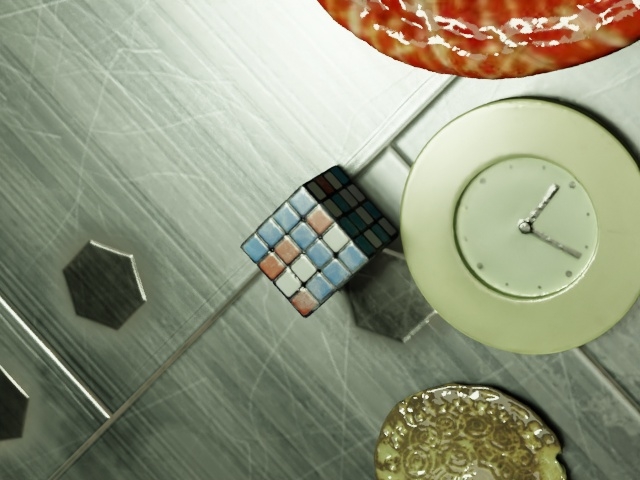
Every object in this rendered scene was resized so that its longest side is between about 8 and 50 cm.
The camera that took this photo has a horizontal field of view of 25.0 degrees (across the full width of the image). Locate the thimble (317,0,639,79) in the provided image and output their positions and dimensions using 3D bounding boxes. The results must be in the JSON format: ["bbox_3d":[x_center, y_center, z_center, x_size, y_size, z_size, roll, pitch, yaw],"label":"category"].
[{"bbox_3d":[0.157,-0.301,1.120,0.350,0.230,0.350,6,108,19],"label":"thimble"}]

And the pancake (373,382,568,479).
[{"bbox_3d":[0.145,0.225,1.380,0.199,0.021,0.199,5,106,19],"label":"pancake"}]

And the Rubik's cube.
[{"bbox_3d":[0.000,0.000,1.332,0.092,0.092,0.092,-43,87,25],"label":"Rubik's cube"}]

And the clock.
[{"bbox_3d":[0.186,-0.013,1.298,0.235,0.029,0.235,5,104,19],"label":"clock"}]
